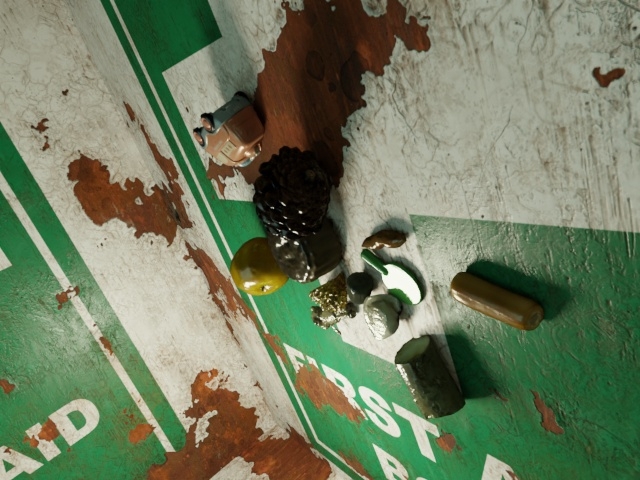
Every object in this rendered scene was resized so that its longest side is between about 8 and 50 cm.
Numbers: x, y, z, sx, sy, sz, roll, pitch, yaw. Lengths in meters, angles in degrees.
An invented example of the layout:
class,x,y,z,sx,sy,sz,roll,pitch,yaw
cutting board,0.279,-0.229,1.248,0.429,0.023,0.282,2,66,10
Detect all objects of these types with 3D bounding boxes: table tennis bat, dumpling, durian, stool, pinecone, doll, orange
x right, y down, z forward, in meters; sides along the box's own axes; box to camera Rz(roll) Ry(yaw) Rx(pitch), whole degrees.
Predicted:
class,x,y,z,sx,sy,sz,roll,pitch,yaw
table tennis bat,0.233,0.114,1.531,0.257,0.039,0.161,40,148,19
dumpling,0.214,0.261,1.640,0.150,0.092,0.177,37,147,21
durian,0.038,0.211,1.849,0.182,0.132,0.165,-10,131,37
stool,0.140,0.173,1.673,0.096,0.096,0.110,40,152,29
pinecone,-0.091,-0.146,1.497,0.241,0.298,0.296,23,141,11
doll,0.054,0.325,1.978,0.285,0.091,0.203,11,132,45
orange,-0.264,0.113,2.075,0.279,0.278,0.235,114,148,-57

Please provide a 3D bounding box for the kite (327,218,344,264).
class,x,y,z,sx,sy,sz,roll,pitch,yaw
kite,0.000,0.000,1.801,0.267,0.013,0.323,43,147,26

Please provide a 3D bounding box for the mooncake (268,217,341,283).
class,x,y,z,sx,sy,sz,roll,pitch,yaw
mooncake,-0.069,0.013,1.743,0.290,0.161,0.291,35,140,35

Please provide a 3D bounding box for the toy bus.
class,x,y,z,sx,sy,sz,roll,pitch,yaw
toy bus,-0.322,-0.397,1.745,0.232,0.194,0.287,48,152,-9

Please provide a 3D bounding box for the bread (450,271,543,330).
class,x,y,z,sx,sy,sz,roll,pitch,yaw
bread,0.445,0.159,1.202,0.239,0.073,0.093,24,133,45

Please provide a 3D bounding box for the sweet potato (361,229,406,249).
class,x,y,z,sx,sy,sz,roll,pitch,yaw
sweet potato,0.189,-0.001,1.462,0.218,0.051,0.065,-7,115,59

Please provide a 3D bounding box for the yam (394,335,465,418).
class,x,y,z,sx,sy,sz,roll,pitch,yaw
yam,0.362,0.468,1.563,0.268,0.161,0.161,62,151,-4
